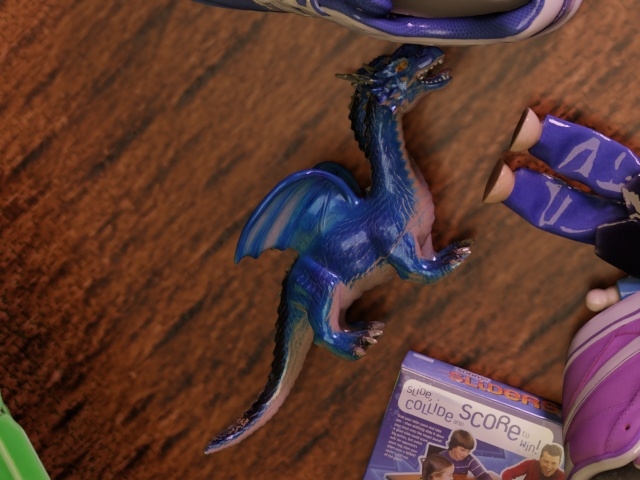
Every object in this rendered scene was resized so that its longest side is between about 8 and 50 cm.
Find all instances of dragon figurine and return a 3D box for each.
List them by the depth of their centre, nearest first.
[{"bbox_3d":[0.000,0.000,0.980,0.289,0.085,0.144,-44,90,14],"label":"dragon figurine"}]

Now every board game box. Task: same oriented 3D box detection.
[{"bbox_3d":[0.131,0.172,1.023,0.201,0.035,0.136,20,108,7],"label":"board game box"}]

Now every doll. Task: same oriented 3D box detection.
[{"bbox_3d":[0.199,-0.010,0.955,0.189,0.046,0.129,25,107,-1],"label":"doll"}]

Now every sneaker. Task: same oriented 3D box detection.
[{"bbox_3d":[0.245,0.068,0.867,0.102,0.161,0.282,33,128,-9],"label":"sneaker"},{"bbox_3d":[0.011,-0.180,0.911,0.296,0.131,0.111,7,107,12],"label":"sneaker"}]

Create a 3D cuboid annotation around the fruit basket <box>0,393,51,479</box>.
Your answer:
[{"bbox_3d":[-0.357,0.171,1.057,0.392,0.283,0.392,37,144,34],"label":"fruit basket"}]
